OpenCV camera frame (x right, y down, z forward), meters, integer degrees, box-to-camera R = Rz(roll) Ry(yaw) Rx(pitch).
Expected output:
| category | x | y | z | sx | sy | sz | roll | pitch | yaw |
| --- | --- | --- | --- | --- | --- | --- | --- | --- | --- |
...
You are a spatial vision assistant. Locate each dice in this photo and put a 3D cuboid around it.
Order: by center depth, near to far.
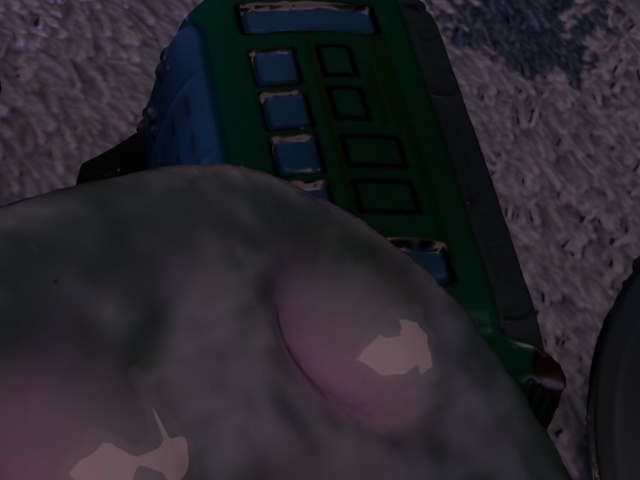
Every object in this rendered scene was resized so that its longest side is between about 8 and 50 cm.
| category | x | y | z | sx | sy | sz | roll | pitch | yaw |
| --- | --- | --- | --- | --- | --- | --- | --- | --- | --- |
| dice | -0.102 | 0.189 | 0.597 | 0.348 | 0.328 | 0.330 | -19 | 76 | -50 |

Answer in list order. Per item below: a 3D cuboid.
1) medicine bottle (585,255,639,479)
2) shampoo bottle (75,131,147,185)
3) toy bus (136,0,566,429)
| category | x | y | z | sx | sy | sz | roll | pitch | yaw |
| --- | --- | --- | --- | --- | --- | --- | --- | --- | --- |
| medicine bottle | 0.347 | 0.117 | 0.963 | 0.289 | 0.245 | 0.245 | 1 | 47 | -20 |
| shampoo bottle | -0.137 | -0.047 | 1.094 | 0.048 | 0.027 | 0.137 | 36 | 46 | 11 |
| toy bus | 0.000 | 0.000 | 0.983 | 0.199 | 0.184 | 0.344 | 4 | 46 | -21 |
